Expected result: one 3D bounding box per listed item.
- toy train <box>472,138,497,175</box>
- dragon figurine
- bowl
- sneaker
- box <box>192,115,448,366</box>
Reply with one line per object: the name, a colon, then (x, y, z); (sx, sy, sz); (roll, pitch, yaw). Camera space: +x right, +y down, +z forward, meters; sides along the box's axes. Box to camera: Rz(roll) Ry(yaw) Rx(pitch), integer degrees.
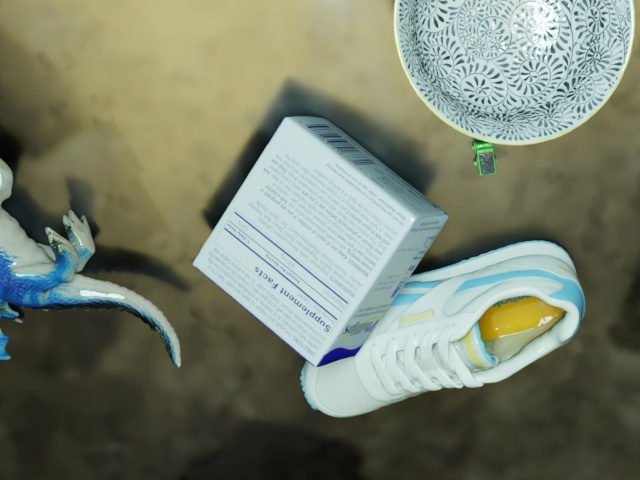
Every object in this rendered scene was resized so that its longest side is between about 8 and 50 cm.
toy train: (0.119, -0.088, 1.344); (0.017, 0.024, 0.083); (-9, 110, 3)
dragon figurine: (-0.246, 0.031, 1.352); (0.289, 0.085, 0.144); (36, 106, -12)
bowl: (0.130, -0.153, 1.282); (0.170, 0.080, 0.170); (0, 94, -5)
sneaker: (0.088, 0.074, 1.366); (0.228, 0.092, 0.087); (-26, 110, 10)
box: (0.000, 0.000, 1.325); (0.126, 0.072, 0.137); (39, 107, 18)
